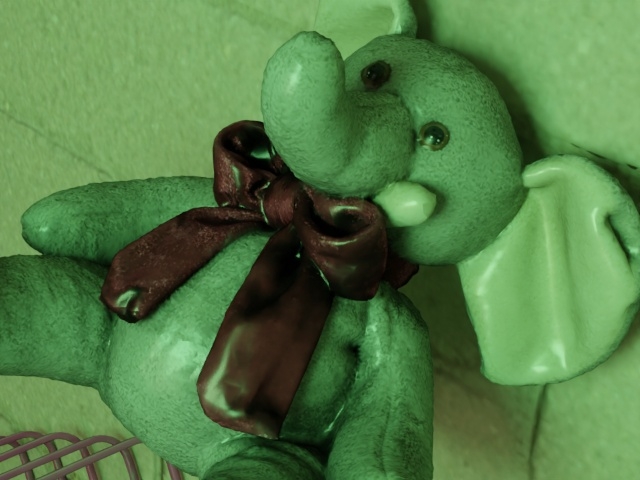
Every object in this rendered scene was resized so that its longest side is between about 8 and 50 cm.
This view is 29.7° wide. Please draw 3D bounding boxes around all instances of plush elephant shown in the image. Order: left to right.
[{"bbox_3d":[0.000,0.000,0.602,0.272,0.330,0.255,38,108,29],"label":"plush elephant"}]

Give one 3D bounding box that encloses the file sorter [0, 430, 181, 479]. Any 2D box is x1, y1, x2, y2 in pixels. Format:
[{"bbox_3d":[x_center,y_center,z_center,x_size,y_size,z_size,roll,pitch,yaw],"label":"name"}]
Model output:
[{"bbox_3d":[-0.255,0.269,1.023,0.291,0.202,0.182,-10,96,49],"label":"file sorter"}]
